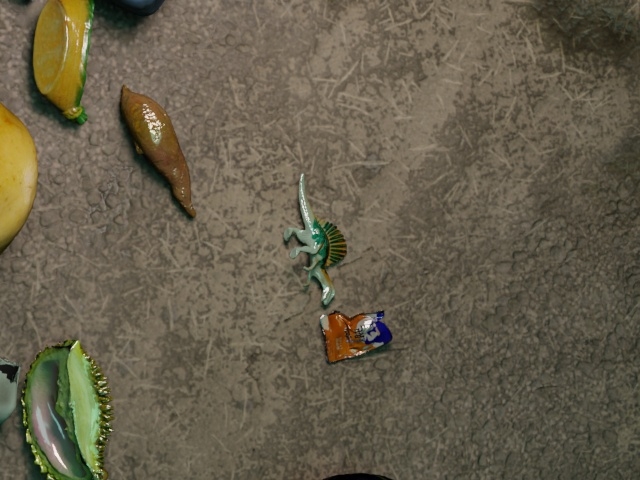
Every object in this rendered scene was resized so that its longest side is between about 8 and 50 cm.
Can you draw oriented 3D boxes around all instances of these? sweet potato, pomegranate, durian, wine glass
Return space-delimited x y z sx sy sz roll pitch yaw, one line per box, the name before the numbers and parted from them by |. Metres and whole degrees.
sweet potato | -0.236 -0.135 1.964 0.068 0.068 0.226 -31 97 -18
pomegranate | -0.522 -0.092 1.765 0.307 0.307 0.307 1 86 -19
durian | -0.349 0.253 1.888 0.095 0.137 0.220 1 80 -53
wine glass | -0.474 0.259 1.852 0.079 0.079 0.195 14 84 -17

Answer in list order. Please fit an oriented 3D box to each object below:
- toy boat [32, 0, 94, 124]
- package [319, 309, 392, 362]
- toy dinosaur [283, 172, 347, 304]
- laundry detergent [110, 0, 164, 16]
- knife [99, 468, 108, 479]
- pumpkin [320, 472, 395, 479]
toy boat | -0.362 -0.285 1.928 0.088 0.089 0.229 9 84 -55
package | 0.055 0.142 2.063 0.111 0.033 0.077 -14 115 -5
toy dinosaur | -0.002 0.000 2.051 0.106 0.044 0.187 18 68 -30
laundry detergent | -0.338 -0.448 1.910 0.290 0.094 0.143 29 84 -1
knife | -0.401 0.420 1.896 0.046 0.022 0.256 45 79 -17
pumpkin | 0.040 0.496 1.948 0.296 0.296 0.295 1 86 -19
